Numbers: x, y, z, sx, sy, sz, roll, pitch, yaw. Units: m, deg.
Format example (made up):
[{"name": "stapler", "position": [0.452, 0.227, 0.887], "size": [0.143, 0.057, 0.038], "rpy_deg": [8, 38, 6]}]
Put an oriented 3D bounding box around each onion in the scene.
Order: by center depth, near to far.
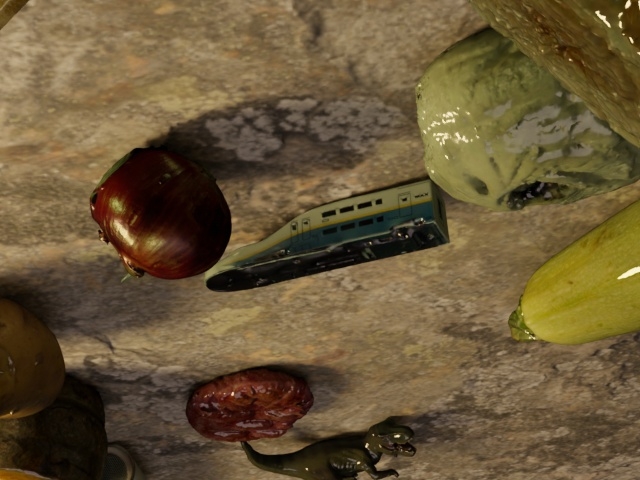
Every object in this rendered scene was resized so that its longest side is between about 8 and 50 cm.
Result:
[{"name": "onion", "position": [-0.129, -0.016, 1.225], "size": [0.118, 0.119, 0.117], "rpy_deg": [-20, 162, 21]}]

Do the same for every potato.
[{"name": "potato", "position": [-0.324, 0.116, 1.410], "size": [0.137, 0.137, 0.176], "rpy_deg": [-14, 170, 12]}]

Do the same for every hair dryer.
[{"name": "hair dryer", "position": [-0.330, 0.315, 1.800], "size": [0.236, 0.073, 0.131], "rpy_deg": [-7, 151, 5]}]

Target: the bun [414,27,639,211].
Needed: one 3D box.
[{"name": "bun", "position": [0.186, -0.091, 1.168], "size": [0.221, 0.108, 0.221], "rpy_deg": [-5, 149, -3]}]

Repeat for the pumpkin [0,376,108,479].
[{"name": "pumpkin", "position": [-0.305, 0.253, 1.639], "size": [0.126, 0.131, 0.248], "rpy_deg": [1, 151, -13]}]

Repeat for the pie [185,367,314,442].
[{"name": "pie", "position": [-0.081, 0.190, 1.666], "size": [0.154, 0.036, 0.154], "rpy_deg": [-6, 149, -3]}]

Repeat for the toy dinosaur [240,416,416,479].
[{"name": "toy dinosaur", "position": [0.013, 0.242, 1.787], "size": [0.187, 0.087, 0.179], "rpy_deg": [-32, 116, 7]}]

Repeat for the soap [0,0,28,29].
[{"name": "soap", "position": [-0.241, -0.172, 0.960], "size": [0.252, 0.037, 0.092], "rpy_deg": [-39, 142, 24]}]

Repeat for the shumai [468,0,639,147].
[{"name": "shumai", "position": [0.250, -0.205, 0.929], "size": [0.309, 0.304, 0.263], "rpy_deg": [42, 93, -20]}]

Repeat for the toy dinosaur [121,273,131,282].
[{"name": "toy dinosaur", "position": [-0.148, 0.015, 1.370], "size": [0.062, 0.021, 0.083], "rpy_deg": [0, 151, -36]}]

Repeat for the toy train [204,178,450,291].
[{"name": "toy train", "position": [0.000, 0.000, 1.345], "size": [0.233, 0.051, 0.052], "rpy_deg": [-13, 149, 17]}]

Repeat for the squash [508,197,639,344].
[{"name": "squash", "position": [0.270, 0.052, 1.417], "size": [0.137, 0.137, 0.287], "rpy_deg": [19, 143, -37]}]
